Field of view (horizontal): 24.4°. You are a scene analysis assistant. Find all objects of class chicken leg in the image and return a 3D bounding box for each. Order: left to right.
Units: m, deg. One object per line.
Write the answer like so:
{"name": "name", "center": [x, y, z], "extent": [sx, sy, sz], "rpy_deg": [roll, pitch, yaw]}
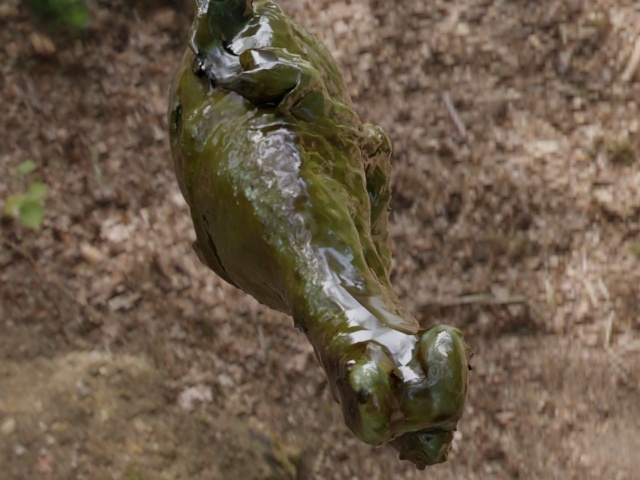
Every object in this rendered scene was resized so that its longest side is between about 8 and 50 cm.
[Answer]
{"name": "chicken leg", "center": [-0.006, 0.004, 0.909], "extent": [0.140, 0.211, 0.361], "rpy_deg": [-26, 55, 6]}
